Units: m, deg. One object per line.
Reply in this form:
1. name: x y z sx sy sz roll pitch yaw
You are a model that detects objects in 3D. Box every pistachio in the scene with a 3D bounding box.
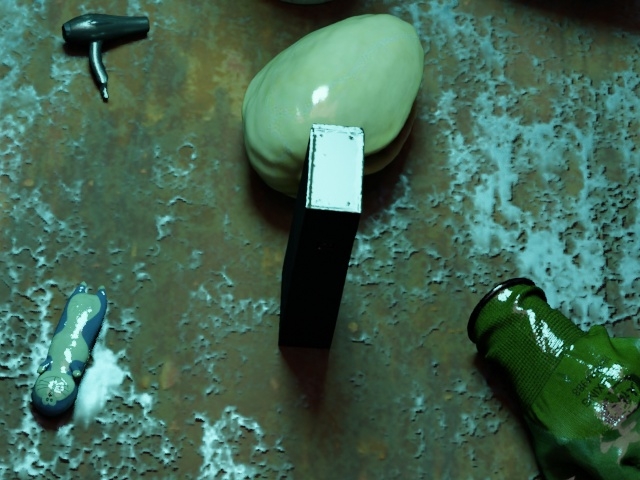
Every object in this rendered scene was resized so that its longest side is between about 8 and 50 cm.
1. pistachio: 0.010 -0.125 1.691 0.145 0.117 0.200 24 59 14

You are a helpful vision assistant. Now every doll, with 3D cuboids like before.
1. doll: -0.202 0.087 1.593 0.037 0.027 0.125 10 58 9

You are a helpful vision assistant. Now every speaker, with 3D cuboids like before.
1. speaker: 0.000 0.000 1.555 0.044 0.218 0.082 6 58 -4

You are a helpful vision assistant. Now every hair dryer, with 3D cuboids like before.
1. hair dryer: -0.186 -0.164 1.753 0.079 0.031 0.083 -6 73 -20

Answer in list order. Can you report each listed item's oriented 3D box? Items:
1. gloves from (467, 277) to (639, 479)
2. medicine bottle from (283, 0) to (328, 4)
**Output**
1. gloves: 0.221 0.141 1.565 0.135 0.107 0.268 -46 72 6
2. medicine bottle: -0.008 -0.332 1.737 0.145 0.252 0.144 3 62 -5
